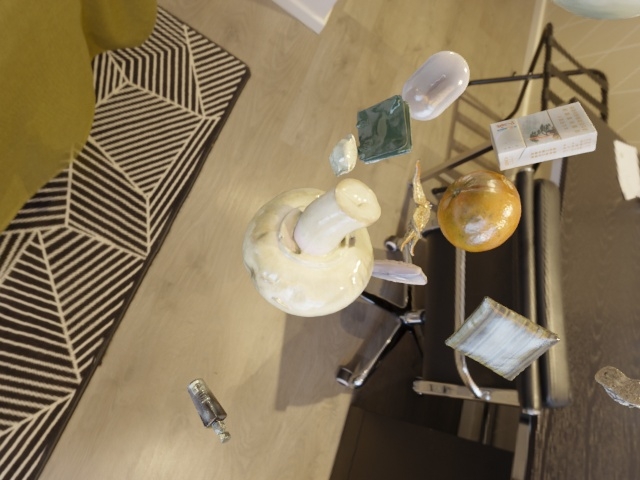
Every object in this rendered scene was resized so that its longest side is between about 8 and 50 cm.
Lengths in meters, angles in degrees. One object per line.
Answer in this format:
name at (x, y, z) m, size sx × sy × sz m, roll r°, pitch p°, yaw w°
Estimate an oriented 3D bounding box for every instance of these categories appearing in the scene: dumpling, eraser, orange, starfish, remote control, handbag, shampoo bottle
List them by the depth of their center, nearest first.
orange at (0.431, -0.084, 1.152) m, size 0.171 × 0.240 × 0.240 m, roll 33°, pitch 65°, yaw -24°
shampoo bottle at (-0.327, 0.504, 1.232) m, size 0.057 × 0.207 × 0.063 m, roll -47°, pitch 147°, yaw 0°
eraser at (0.232, 0.098, 1.416) m, size 0.204 × 0.243 × 0.059 m, roll 36°, pitch 66°, yaw -66°
starfish at (0.357, -0.093, 1.521) m, size 0.084 × 0.301 × 0.294 m, roll 10°, pitch 68°, yaw 18°
dumpling at (0.088, -0.354, 1.741) m, size 0.099 × 0.134 × 0.170 m, roll -11°, pitch 95°, yaw -38°
handbag at (0.278, -0.493, 1.869) m, size 0.079 × 0.259 × 0.248 m, roll 7°, pitch 77°, yaw -53°
remote control at (0.525, -0.708, 1.919) m, size 0.221 × 0.332 × 0.103 m, roll 45°, pitch 22°, yaw -7°

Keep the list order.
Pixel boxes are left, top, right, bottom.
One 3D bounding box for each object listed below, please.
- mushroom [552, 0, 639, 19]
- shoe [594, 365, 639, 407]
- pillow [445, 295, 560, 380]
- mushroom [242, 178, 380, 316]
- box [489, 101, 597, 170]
mushroom at (0.335, -0.371, 0.332) m, size 0.314 × 0.336 × 0.315 m, roll 2°, pitch 86°, yaw -38°
shoe at (0.965, 0.481, 1.311) m, size 0.089 × 0.180 × 0.092 m, roll -40°, pitch 117°, yaw -9°
pillow at (0.472, 0.263, 1.102) m, size 0.212 × 0.208 × 0.052 m, roll 29°, pitch 39°, yaw 4°
mushroom at (-0.001, 0.005, 0.990) m, size 0.356 × 0.315 × 0.315 m, roll -36°, pitch 99°, yaw 14°
box at (0.595, -0.283, 1.136) m, size 0.150 × 0.232 × 0.067 m, roll -81°, pitch 152°, yaw -45°
